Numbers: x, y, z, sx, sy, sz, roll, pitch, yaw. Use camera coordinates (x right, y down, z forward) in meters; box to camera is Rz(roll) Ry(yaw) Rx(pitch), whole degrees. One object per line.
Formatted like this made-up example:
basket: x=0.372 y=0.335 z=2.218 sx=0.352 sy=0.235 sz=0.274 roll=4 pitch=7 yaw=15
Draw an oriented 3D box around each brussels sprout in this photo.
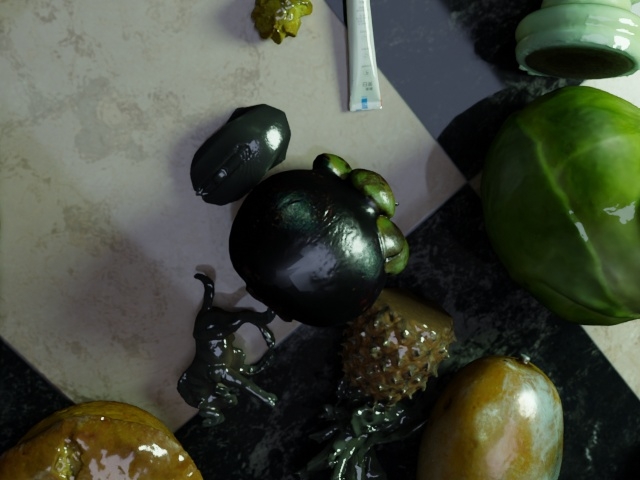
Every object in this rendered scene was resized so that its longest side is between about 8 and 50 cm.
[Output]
brussels sprout: x=0.394 y=-0.031 z=0.942 sx=0.371 sy=0.315 sz=0.276 roll=27 pitch=121 yaw=-17

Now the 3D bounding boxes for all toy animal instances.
toy animal: x=-0.137 y=0.165 z=1.015 sx=0.148 sy=0.084 sz=0.233 roll=-1 pitch=106 yaw=-5

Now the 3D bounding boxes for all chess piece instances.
chess piece: x=0.366 y=-0.377 z=0.936 sx=0.176 sy=0.176 sz=0.298 roll=11 pitch=88 yaw=-9

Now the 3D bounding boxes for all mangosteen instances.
mangosteen: x=0.000 y=0.000 z=0.933 sx=0.243 sy=0.243 sz=0.243 roll=-1 pitch=103 yaw=-7

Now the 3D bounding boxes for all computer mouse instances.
computer mouse: x=-0.112 y=-0.118 z=0.967 sx=0.172 sy=0.057 sz=0.099 roll=-44 pitch=101 yaw=5

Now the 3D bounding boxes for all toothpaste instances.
toothpaste: x=0.056 y=-0.277 z=0.968 sx=0.048 sy=0.031 sz=0.190 roll=-8 pitch=107 yaw=-8

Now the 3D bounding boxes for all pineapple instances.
pineapple: x=0.078 y=0.247 z=1.039 sx=0.165 sy=0.165 sz=0.364 roll=15 pitch=109 yaw=-10

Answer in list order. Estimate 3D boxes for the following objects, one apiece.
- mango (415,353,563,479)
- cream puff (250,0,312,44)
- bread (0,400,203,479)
mango: x=0.237 y=0.345 z=1.037 sx=0.199 sy=0.221 sz=0.384 roll=28 pitch=105 yaw=27
cream puff: x=-0.052 y=-0.308 z=0.931 sx=0.083 sy=0.058 sz=0.083 roll=-18 pitch=102 yaw=-1
bread: x=-0.322 y=0.372 z=0.999 sx=0.312 sy=0.172 sz=0.312 roll=-3 pitch=103 yaw=-11
